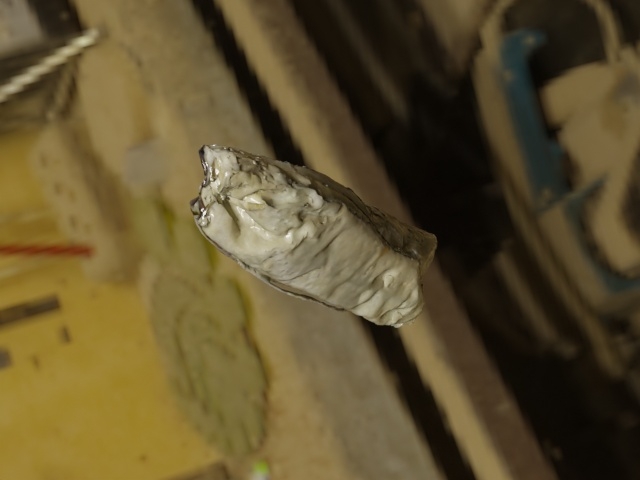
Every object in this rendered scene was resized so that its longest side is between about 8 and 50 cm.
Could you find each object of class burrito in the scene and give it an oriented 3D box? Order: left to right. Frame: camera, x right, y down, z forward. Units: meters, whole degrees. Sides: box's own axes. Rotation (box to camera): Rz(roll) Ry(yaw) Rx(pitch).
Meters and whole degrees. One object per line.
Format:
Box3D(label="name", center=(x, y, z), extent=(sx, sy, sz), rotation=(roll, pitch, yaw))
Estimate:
Box3D(label="burrito", center=(0.002, -0.002, 1.069), extent=(0.063, 0.229, 0.058), rotation=(-49, 60, 11))
